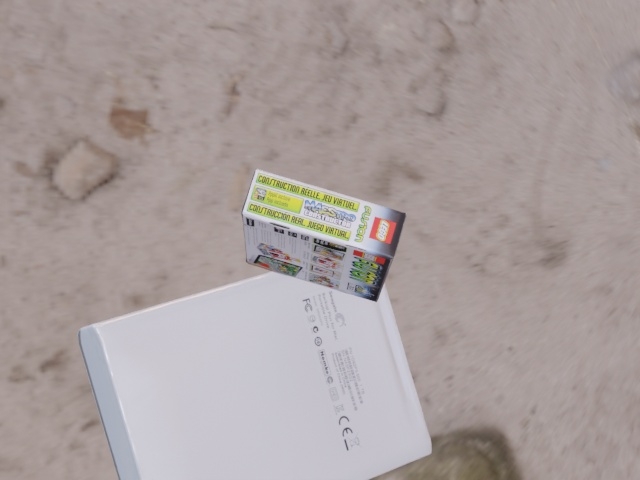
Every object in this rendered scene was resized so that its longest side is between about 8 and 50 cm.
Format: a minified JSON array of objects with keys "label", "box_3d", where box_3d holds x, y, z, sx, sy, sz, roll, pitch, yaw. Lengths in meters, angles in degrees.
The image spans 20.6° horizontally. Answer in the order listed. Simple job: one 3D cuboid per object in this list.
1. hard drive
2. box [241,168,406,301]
[{"label":"hard drive","box_3d":[-0.048,0.134,1.526,0.040,0.307,0.203,-17,89,51]},{"label":"box","box_3d":[0.000,0.000,1.331,0.114,0.207,0.036,16,79,1]}]
